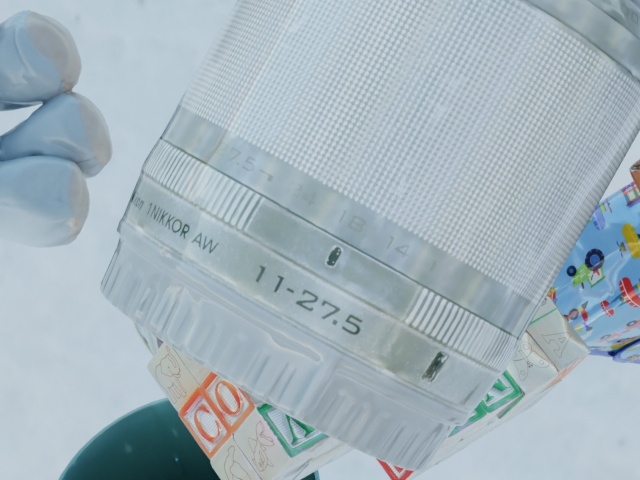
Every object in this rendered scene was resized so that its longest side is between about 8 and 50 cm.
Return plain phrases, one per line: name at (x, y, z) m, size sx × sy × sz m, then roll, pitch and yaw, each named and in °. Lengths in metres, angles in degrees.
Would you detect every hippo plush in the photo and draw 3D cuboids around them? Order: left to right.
hippo plush at (-0.335, -0.056, 1.549) m, size 0.234 × 0.236 × 0.294 m, roll 36°, pitch 60°, yaw -14°

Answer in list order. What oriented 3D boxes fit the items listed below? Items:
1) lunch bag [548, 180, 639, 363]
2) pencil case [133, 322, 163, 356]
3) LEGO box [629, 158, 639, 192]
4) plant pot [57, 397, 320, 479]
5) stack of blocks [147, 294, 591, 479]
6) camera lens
lunch bag at (0.409, 0.053, 2.032) m, size 0.293 × 0.221 × 0.138 m, roll 22°, pitch 42°, yaw -46°
pencil case at (0.000, 0.000, 1.784) m, size 0.410 × 0.183 × 0.160 m, roll -40°, pitch 76°, yaw -11°
LEGO box at (0.585, -0.046, 1.742) m, size 0.500 × 0.193 × 0.372 m, roll -37°, pitch 103°, yaw -37°
plant pot at (-0.118, 0.348, 1.843) m, size 0.293 × 0.235 × 0.293 m, roll -8°, pitch 47°, yaw 9°
stack of blocks at (0.042, 0.089, 1.304) m, size 0.297 × 0.087 × 0.171 m, roll -23°, pitch 71°, yaw -40°
camera lens at (0.036, -0.046, 0.922) m, size 0.219 × 0.219 × 0.274 m, roll 29°, pitch 91°, yaw 6°
